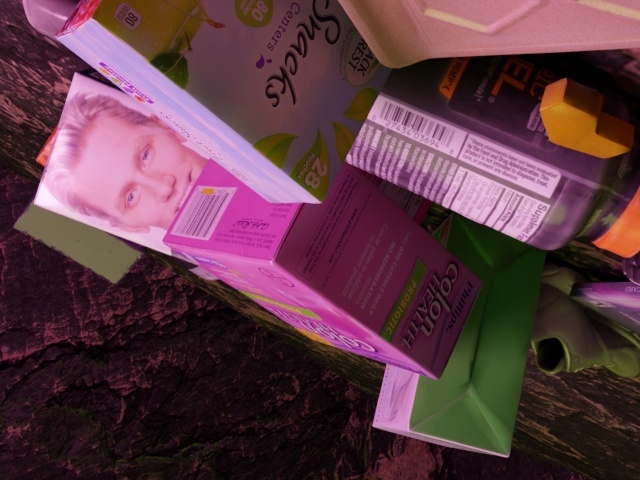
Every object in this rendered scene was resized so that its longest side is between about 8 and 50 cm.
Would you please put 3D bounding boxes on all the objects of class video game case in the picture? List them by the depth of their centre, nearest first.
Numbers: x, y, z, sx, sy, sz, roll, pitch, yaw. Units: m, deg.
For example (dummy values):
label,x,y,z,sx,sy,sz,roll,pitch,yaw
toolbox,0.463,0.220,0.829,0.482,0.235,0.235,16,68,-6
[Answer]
label,x,y,z,sx,sy,sz,roll,pitch,yaw
video game case,0.441,0.091,0.764,0.196,0.026,0.274,26,167,-20

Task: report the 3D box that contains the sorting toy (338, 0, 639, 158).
label,x,y,z,sx,sy,sz,roll,pitch,yaw
sorting toy,0.113,-0.139,0.342,0.229,0.041,0.307,4,154,36

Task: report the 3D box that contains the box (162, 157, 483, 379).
label,x,y,z,sx,sy,sz,roll,pitch,yaw
box,0.001,0.022,0.724,0.243,0.117,0.213,37,163,-34

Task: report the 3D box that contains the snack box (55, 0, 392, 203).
label,x,y,z,sx,sy,sz,roll,pitch,yaw
snack box,-0.029,-0.155,0.441,0.174,0.207,0.070,38,162,-32

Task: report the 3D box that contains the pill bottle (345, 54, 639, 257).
label,x,y,z,sx,sy,sz,roll,pitch,yaw
pill bottle,0.146,-0.075,0.553,0.245,0.130,0.130,25,165,9

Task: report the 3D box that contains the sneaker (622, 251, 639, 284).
label,x,y,z,sx,sy,sz,roll,pitch,yaw
sneaker,0.340,-0.004,0.496,0.124,0.107,0.283,24,163,-8

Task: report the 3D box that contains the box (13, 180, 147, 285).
label,x,y,z,sx,sy,sz,roll,pitch,yaw
box,-0.359,-0.083,1.164,0.184,0.261,0.103,32,125,-22

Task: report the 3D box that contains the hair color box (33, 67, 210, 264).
label,x,y,z,sx,sy,sz,roll,pitch,yaw
hair color box,-0.155,-0.068,0.886,0.347,0.174,0.105,21,-165,-9

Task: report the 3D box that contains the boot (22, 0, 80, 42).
label,x,y,z,sx,sy,sz,roll,pitch,yaw
boot,-0.243,-0.245,0.807,0.208,0.076,0.190,33,166,3

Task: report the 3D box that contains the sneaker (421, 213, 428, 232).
label,x,y,z,sx,sy,sz,roll,pitch,yaw
sneaker,0.092,-0.018,0.926,0.109,0.044,0.040,1,147,-7

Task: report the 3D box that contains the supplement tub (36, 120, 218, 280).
label,x,y,z,sx,sy,sz,roll,pitch,yaw
supplement tub,-0.238,-0.094,1.044,0.316,0.194,0.193,34,164,-24

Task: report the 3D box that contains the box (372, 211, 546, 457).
label,x,y,z,sx,sy,sz,roll,pitch,yaw
box,0.172,0.126,0.897,0.126,0.262,0.231,15,166,-2

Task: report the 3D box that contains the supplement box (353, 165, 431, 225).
label,x,y,z,sx,sy,sz,roll,pitch,yaw
supplement box,0.015,-0.106,0.716,0.220,0.114,0.111,38,161,-31

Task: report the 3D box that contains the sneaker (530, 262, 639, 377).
label,x,y,z,sx,sy,sz,roll,pitch,yaw
sneaker,0.340,0.137,0.941,0.262,0.121,0.099,36,164,-29
